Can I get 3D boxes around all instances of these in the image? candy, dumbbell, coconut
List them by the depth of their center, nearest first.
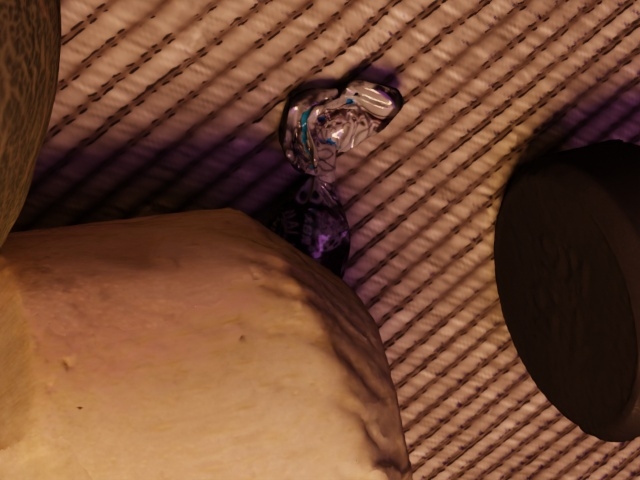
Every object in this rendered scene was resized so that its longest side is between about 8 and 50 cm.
[{"bbox_3d":[-0.116,0.134,0.725,0.329,0.329,0.329,-11,120,-20],"label":"coconut"},{"bbox_3d":[0.000,0.000,0.859,0.094,0.051,0.226,3,114,-30],"label":"candy"},{"bbox_3d":[0.308,0.006,0.916,0.322,0.204,0.204,-14,121,-19],"label":"dumbbell"}]

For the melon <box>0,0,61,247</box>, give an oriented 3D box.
[{"bbox_3d":[-0.247,-0.072,0.586,0.248,0.248,0.329,4,123,-27],"label":"melon"}]
